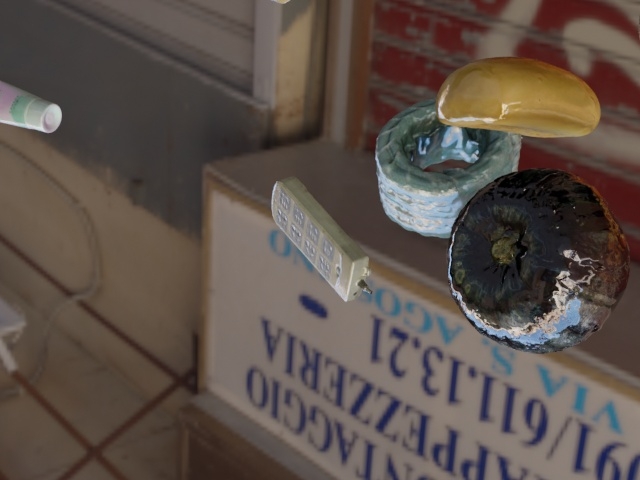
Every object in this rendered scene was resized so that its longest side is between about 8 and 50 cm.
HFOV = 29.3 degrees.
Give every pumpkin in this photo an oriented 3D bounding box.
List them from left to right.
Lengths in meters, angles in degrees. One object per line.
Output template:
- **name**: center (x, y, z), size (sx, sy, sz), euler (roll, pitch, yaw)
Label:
- **pumpkin**: center (0.264, 0.022, 1.507), size (0.163, 0.233, 0.233), euler (20, -172, -45)

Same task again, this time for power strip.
- **power strip**: center (0.000, 0.000, 1.650), size (0.029, 0.080, 0.227), euler (-19, -130, -30)

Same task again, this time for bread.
- **bread**: center (0.256, -0.186, 1.581), size (0.217, 0.098, 0.147), euler (4, 177, -40)

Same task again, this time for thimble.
- **thimble**: center (0.202, -0.114, 1.896), size (0.235, 0.143, 0.198), euler (-17, -129, -5)

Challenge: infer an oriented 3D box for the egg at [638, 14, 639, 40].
- **egg**: center (0.524, -0.297, 1.576), size (0.242, 0.186, 0.186), euler (-35, -146, -6)

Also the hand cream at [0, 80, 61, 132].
- **hand cream**: center (-0.479, -0.208, 1.891), size (0.174, 0.076, 0.047), euler (19, 169, 28)

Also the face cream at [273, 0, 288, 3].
- **face cream**: center (-0.006, -0.419, 1.622), size (0.285, 0.139, 0.067), euler (-25, -153, 33)
